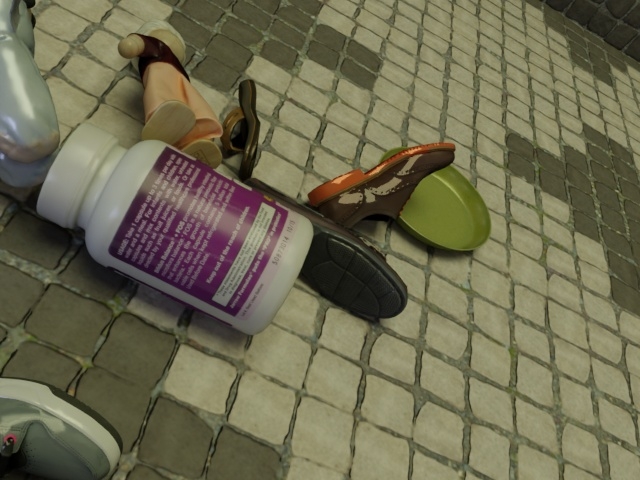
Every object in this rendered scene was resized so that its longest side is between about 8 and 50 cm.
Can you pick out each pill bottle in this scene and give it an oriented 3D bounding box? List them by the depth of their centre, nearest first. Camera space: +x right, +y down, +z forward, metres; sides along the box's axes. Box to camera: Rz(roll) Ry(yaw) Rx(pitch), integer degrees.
[{"bbox_3d":[-0.175,-0.019,0.849,0.301,0.169,0.169,28,42,-11],"label":"pill bottle"}]

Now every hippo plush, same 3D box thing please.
[{"bbox_3d":[-0.429,-0.169,0.760,0.236,0.294,0.234,-14,65,-23],"label":"hippo plush"}]

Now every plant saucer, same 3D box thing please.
[{"bbox_3d":[0.198,-0.069,1.250,0.241,0.037,0.241,19,44,-20],"label":"plant saucer"}]

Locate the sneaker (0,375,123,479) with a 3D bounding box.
[{"bbox_3d":[-0.332,0.191,0.579,0.295,0.124,0.178,20,38,-7],"label":"sneaker"}]

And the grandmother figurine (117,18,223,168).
[{"bbox_3d":[-0.220,-0.225,1.023,0.104,0.208,0.342,-22,45,-2],"label":"grandmother figurine"}]

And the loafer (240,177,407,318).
[{"bbox_3d":[0.000,0.000,1.004,0.302,0.109,0.095,30,37,-3],"label":"loafer"}]

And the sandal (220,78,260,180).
[{"bbox_3d":[-0.129,-0.177,1.094,0.060,0.090,0.219,2,51,-11],"label":"sandal"}]

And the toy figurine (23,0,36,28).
[{"bbox_3d":[-0.503,-0.329,0.939,0.209,0.148,0.213,15,47,-14],"label":"toy figurine"}]

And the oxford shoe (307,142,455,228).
[{"bbox_3d":[0.114,-0.083,1.136,0.271,0.097,0.098,-24,88,-17],"label":"oxford shoe"}]
